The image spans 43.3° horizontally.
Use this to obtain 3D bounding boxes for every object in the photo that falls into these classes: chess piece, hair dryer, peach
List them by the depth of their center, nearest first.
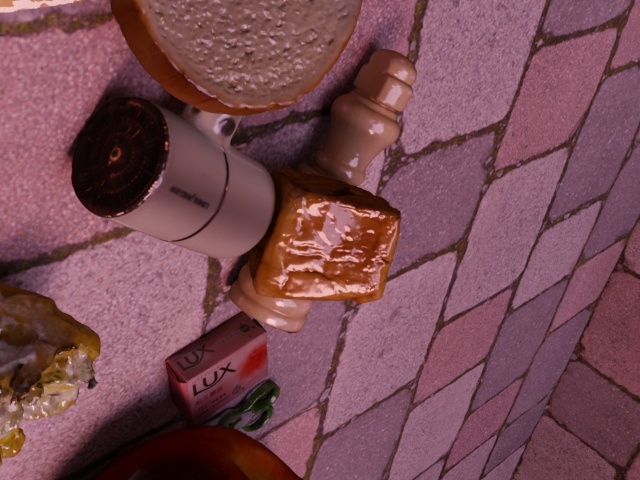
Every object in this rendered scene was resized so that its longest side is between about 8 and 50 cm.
[{"bbox_3d":[-0.096,-0.165,0.856,0.203,0.128,0.362,26,92,-57],"label":"hair dryer"},{"bbox_3d":[0.014,-0.070,1.086,0.117,0.117,0.397,11,111,-56],"label":"chess piece"},{"bbox_3d":[-0.189,0.428,1.092,0.405,0.335,0.310,-22,140,-10],"label":"peach"}]

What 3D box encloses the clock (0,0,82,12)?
[{"bbox_3d":[-0.219,-0.305,0.427,0.200,0.244,0.317,-22,136,-17],"label":"clock"}]

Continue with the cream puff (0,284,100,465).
[{"bbox_3d":[-0.343,0.143,0.790,0.221,0.194,0.195,-38,148,-44],"label":"cream puff"}]

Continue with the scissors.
[{"bbox_3d":[-0.148,0.297,1.317,0.204,0.027,0.101,-17,133,-46],"label":"scissors"}]

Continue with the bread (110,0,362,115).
[{"bbox_3d":[-0.075,-0.228,0.746,0.236,0.070,0.236,-2,94,-32],"label":"bread"}]

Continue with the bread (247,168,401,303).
[{"bbox_3d":[0.000,0.000,0.976,0.158,0.149,0.143,8,104,-10],"label":"bread"}]

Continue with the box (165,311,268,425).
[{"bbox_3d":[-0.147,0.186,1.179,0.156,0.060,0.111,-33,142,-30],"label":"box"}]
